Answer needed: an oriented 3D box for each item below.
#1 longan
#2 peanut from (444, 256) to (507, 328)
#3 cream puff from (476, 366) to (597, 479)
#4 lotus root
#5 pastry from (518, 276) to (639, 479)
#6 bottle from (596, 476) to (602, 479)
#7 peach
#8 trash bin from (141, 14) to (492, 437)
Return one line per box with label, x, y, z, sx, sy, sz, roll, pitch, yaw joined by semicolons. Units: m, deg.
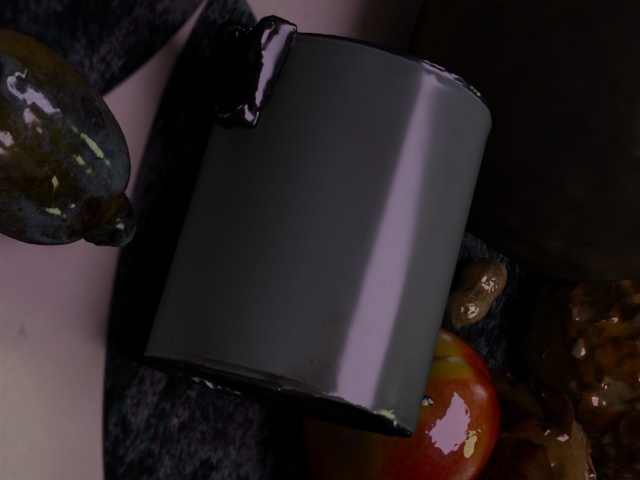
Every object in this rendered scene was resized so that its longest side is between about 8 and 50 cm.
longan;0.271;-0.148;1.235;0.391;0.391;0.390;-17;111;-55
peanut;0.174;0.059;1.431;0.113;0.054;0.053;-50;135;-41
cream puff;0.189;0.300;1.321;0.350;0.229;0.350;-14;90;-77
lotus root;-0.181;-0.054;0.816;0.113;0.088;0.192;-55;142;-12
pastry;0.458;0.161;1.634;0.405;0.338;0.292;60;39;-44
bottle;0.354;0.385;1.691;0.236;0.148;0.147;25;75;-54
peach;0.073;0.171;1.166;0.190;0.190;0.192;-60;156;-31
trash bin;0.000;0.000;0.988;0.277;0.217;0.262;26;75;-39
